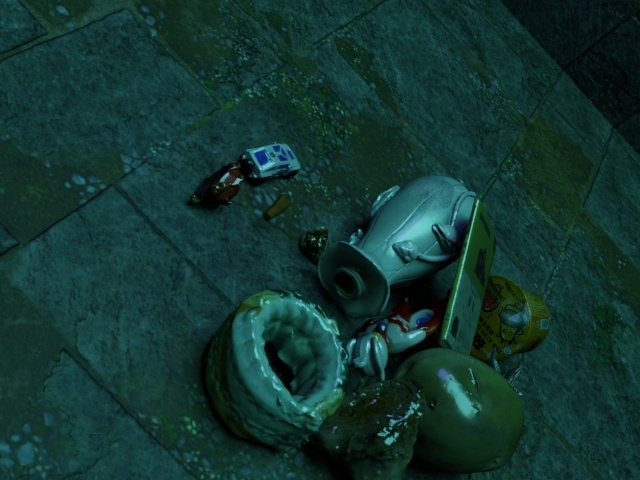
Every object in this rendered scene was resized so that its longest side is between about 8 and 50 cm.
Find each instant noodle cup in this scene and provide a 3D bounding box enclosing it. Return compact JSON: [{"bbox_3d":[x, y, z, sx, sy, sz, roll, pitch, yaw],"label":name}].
[{"bbox_3d":[0.468,0.199,1.978,0.172,0.216,0.215,10,54,-48],"label":"instant noodle cup"}]

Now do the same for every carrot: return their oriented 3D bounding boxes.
[{"bbox_3d":[-0.097,-0.078,1.804,0.032,0.032,0.093,47,43,-3],"label":"carrot"}]

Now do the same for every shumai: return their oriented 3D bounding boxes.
[{"bbox_3d":[0.000,0.000,1.792,0.082,0.080,0.083,15,49,-36],"label":"shumai"},{"bbox_3d":[0.105,0.392,1.539,0.218,0.184,0.185,-36,126,-26],"label":"shumai"}]

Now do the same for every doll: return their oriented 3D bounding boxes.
[{"bbox_3d":[0.165,0.198,1.716,0.384,0.188,0.099,-34,109,-56],"label":"doll"}]

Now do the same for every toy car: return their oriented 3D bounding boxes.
[{"bbox_3d":[-0.118,-0.185,1.834,0.171,0.070,0.080,-17,73,-48],"label":"toy car"}]

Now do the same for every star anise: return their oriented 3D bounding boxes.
[{"bbox_3d":[0.413,0.356,1.875,0.205,0.061,0.180,27,86,-25],"label":"star anise"}]

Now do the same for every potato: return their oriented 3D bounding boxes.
[{"bbox_3d":[0.295,0.368,1.671,0.326,0.221,0.243,31,35,-26],"label":"potato"}]

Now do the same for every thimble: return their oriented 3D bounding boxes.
[{"bbox_3d":[-0.077,0.241,1.476,0.254,0.167,0.288,8,55,-37],"label":"thimble"}]

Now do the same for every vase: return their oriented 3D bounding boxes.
[{"bbox_3d":[0.191,0.007,1.844,0.445,0.250,0.250,-33,85,-42],"label":"vase"}]

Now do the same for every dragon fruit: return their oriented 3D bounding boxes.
[{"bbox_3d":[-0.207,-0.113,1.677,0.068,0.112,0.126,52,38,-19],"label":"dragon fruit"}]

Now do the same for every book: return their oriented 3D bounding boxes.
[{"bbox_3d":[0.342,0.109,1.810,0.239,0.035,0.352,52,52,-58],"label":"book"}]
